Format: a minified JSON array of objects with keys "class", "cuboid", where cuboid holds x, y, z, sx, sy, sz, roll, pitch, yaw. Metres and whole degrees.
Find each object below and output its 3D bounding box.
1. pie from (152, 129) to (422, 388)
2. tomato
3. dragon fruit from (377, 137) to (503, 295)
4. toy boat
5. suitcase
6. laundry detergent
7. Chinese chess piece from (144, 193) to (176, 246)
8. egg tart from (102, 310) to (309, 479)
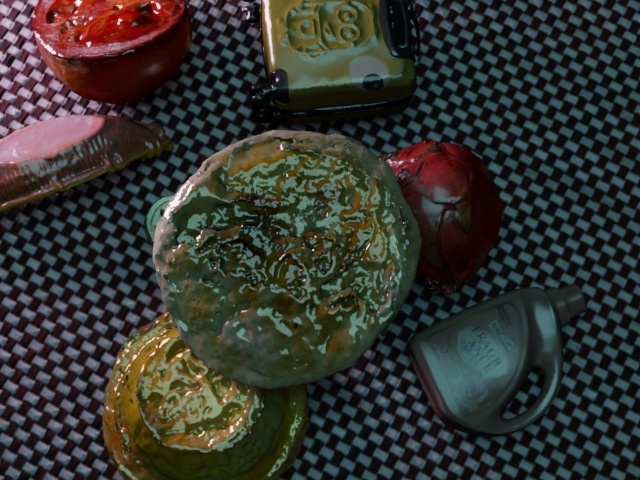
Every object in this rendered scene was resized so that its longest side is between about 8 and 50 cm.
[{"class":"pie","cuboid":[-0.040,0.018,1.696,0.339,0.077,0.339,-1,81,4]},{"class":"tomato","cuboid":[-0.278,-0.264,1.872,0.200,0.140,0.233,-21,41,-13]},{"class":"dragon fruit","cuboid":[0.151,-0.039,1.796,0.172,0.172,0.209,-29,86,-8]},{"class":"toy boat","cuboid":[-0.357,-0.106,1.854,0.318,0.099,0.141,-22,48,-6]},{"class":"suitcase","cuboid":[0.016,-0.260,1.866,0.234,0.143,0.194,-6,74,-1]},{"class":"laundry detergent","cuboid":[0.248,0.156,1.787,0.237,0.076,0.171,-22,77,-8]},{"class":"Chinese chess piece","cuboid":[-0.195,-0.021,1.856,0.084,0.034,0.084,0,75,-1]},{"class":"egg tart","cuboid":[-0.145,0.200,1.758,0.288,0.118,0.288,0,70,0]}]
